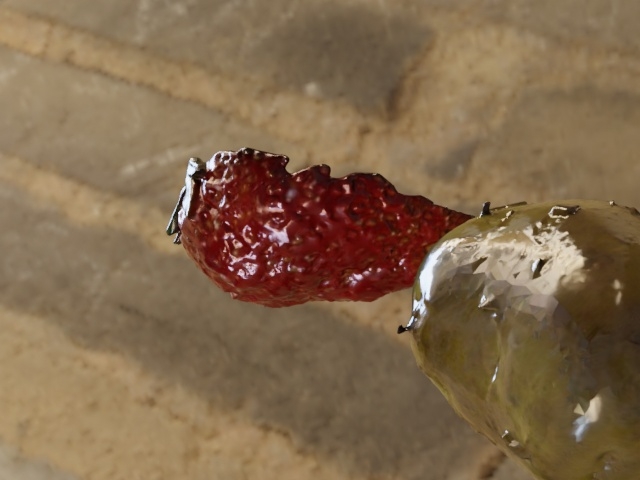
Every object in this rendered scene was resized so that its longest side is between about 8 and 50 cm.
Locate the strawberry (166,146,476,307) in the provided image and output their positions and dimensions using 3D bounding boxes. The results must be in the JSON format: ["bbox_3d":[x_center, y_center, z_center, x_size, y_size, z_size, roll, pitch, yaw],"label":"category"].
[{"bbox_3d":[0.000,0.000,1.019,0.187,0.146,0.082,3,-98,16],"label":"strawberry"}]

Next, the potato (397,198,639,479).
[{"bbox_3d":[0.120,0.049,0.819,0.137,0.137,0.176,-31,-141,-13],"label":"potato"}]
